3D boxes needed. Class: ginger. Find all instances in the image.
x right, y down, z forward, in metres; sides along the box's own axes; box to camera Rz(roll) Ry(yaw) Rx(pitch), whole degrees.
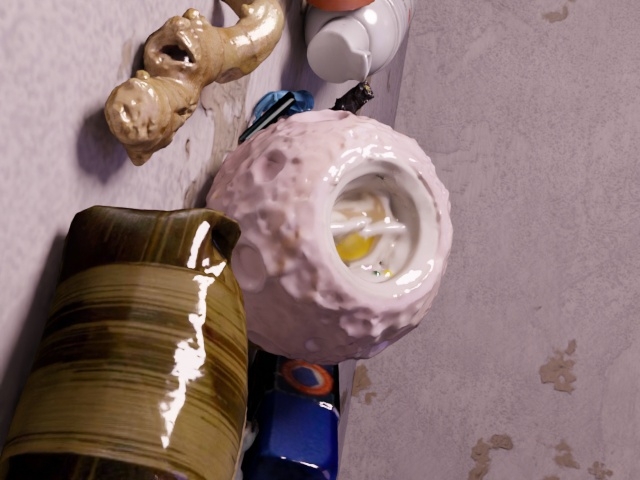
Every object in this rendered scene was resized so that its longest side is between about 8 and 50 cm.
[{"bbox_3d":[-0.096,-0.152,0.572,0.288,0.075,0.089,-64,156,-48],"label":"ginger"}]

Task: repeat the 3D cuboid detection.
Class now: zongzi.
[{"bbox_3d":[-0.122,0.161,0.481,0.288,0.134,0.286,99,-1,-52],"label":"zongzi"}]

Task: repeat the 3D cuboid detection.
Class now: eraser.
[{"bbox_3d":[-0.042,0.216,0.884,0.332,0.102,0.155,-87,-163,-65],"label":"eraser"}]

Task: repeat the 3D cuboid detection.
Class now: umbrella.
[{"bbox_3d":[0.020,-0.182,1.051,0.037,0.144,0.040,35,35,-31],"label":"umbrella"}]

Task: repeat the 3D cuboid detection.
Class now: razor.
[{"bbox_3d":[-0.045,-0.174,0.909,0.082,0.042,0.253,-40,-177,17],"label":"razor"}]

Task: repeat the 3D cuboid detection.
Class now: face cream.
[{"bbox_3d":[0.050,-0.312,1.027,0.369,0.145,0.145,-65,161,-58],"label":"face cream"}]

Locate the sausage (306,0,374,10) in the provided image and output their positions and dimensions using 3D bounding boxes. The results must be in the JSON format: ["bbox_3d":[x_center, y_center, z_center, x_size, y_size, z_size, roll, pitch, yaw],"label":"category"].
[{"bbox_3d":[0.016,-0.403,0.836,0.259,0.114,0.113,85,17,-52],"label":"sausage"}]

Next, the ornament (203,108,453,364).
[{"bbox_3d":[0.000,0.000,0.728,0.225,0.259,0.259,-10,-115,58],"label":"ornament"}]

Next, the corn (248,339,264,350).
[{"bbox_3d":[-0.028,-0.018,0.937,0.120,0.120,0.363,86,21,-53],"label":"corn"}]

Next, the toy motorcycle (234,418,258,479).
[{"bbox_3d":[-0.120,0.228,0.726,0.229,0.094,0.129,179,-75,-87],"label":"toy motorcycle"}]
